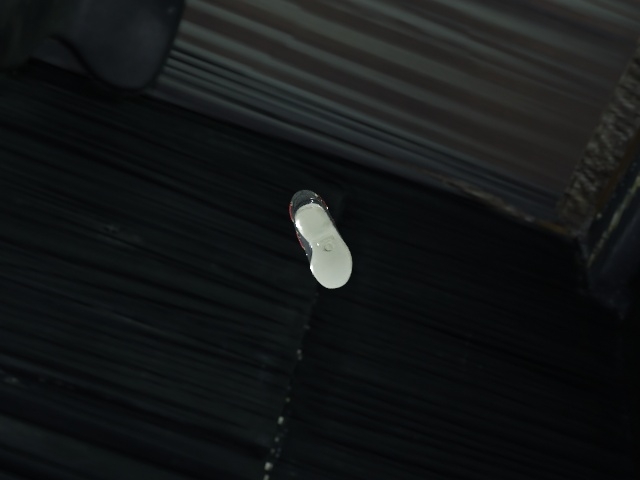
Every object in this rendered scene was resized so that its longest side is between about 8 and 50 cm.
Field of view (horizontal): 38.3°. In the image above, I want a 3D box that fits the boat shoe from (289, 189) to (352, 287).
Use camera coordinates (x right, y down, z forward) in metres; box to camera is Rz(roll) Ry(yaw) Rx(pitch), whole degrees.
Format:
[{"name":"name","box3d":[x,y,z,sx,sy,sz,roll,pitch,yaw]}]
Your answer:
[{"name":"boat shoe","box3d":[0.002,-0.001,1.048,0.042,0.049,0.133,-109,176,-51]}]
